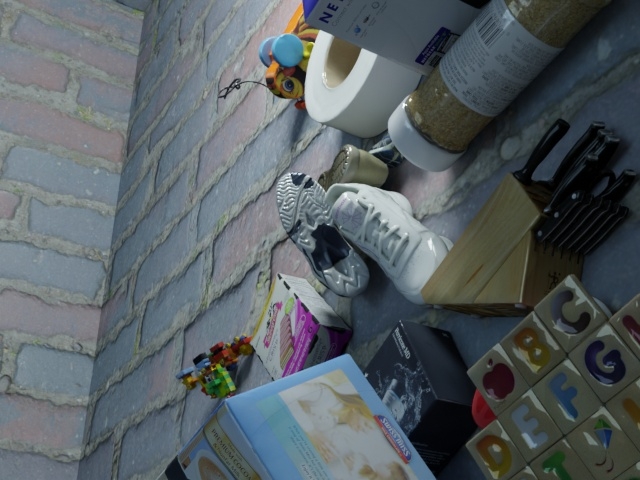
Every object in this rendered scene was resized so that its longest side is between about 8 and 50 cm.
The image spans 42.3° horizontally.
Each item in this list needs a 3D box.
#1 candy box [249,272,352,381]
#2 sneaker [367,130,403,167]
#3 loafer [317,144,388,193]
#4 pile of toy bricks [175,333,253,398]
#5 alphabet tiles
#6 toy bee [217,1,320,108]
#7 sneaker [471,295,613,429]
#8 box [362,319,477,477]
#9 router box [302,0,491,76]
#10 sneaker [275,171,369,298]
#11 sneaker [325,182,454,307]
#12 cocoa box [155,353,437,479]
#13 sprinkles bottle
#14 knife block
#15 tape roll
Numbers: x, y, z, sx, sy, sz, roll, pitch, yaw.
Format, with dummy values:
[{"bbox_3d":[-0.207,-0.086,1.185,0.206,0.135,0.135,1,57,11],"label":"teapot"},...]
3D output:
[{"bbox_3d":[-0.042,0.177,1.506,0.159,0.071,0.233,-69,27,12],"label":"candy box"},{"bbox_3d":[0.130,-0.167,1.404,0.135,0.052,0.058,-23,46,48],"label":"sneaker"},{"bbox_3d":[0.046,-0.082,1.467,0.268,0.092,0.101,134,151,-70],"label":"loafer"},{"bbox_3d":[-0.216,0.291,1.764,0.212,0.118,0.105,-38,75,37],"label":"pile of toy bricks"},{"bbox_3d":[0.284,0.217,0.776,0.285,0.011,0.342,-53,57,36],"label":"alphabet tiles"},{"bbox_3d":[-0.068,-0.375,1.812,0.298,0.162,0.195,-41,25,8],"label":"toy bee"},{"bbox_3d":[0.224,0.152,0.927,0.087,0.128,0.221,44,121,20],"label":"sneaker"},{"bbox_3d":[0.128,0.222,1.133,0.158,0.093,0.156,-59,30,25],"label":"box"},{"bbox_3d":[0.183,-0.386,1.132,0.335,0.301,0.082,-49,35,41],"label":"router box"},{"bbox_3d":[0.000,0.000,1.417,0.094,0.235,0.153,-38,-8,-9],"label":"sneaker"},{"bbox_3d":[0.096,0.003,1.251,0.114,0.152,0.305,-63,30,16],"label":"sneaker"},{"bbox_3d":[0.002,0.356,1.001,0.347,0.231,0.228,54,128,20],"label":"cocoa box"},{"bbox_3d":[0.238,-0.246,1.148,0.355,0.121,0.121,-48,37,41],"label":"sprinkles bottle"},{"bbox_3d":[0.255,-0.027,1.033,0.276,0.088,0.242,-10,66,61],"label":"knife block"},{"bbox_3d":[0.081,-0.335,1.522,0.286,0.100,0.286,-38,44,49],"label":"tape roll"}]
